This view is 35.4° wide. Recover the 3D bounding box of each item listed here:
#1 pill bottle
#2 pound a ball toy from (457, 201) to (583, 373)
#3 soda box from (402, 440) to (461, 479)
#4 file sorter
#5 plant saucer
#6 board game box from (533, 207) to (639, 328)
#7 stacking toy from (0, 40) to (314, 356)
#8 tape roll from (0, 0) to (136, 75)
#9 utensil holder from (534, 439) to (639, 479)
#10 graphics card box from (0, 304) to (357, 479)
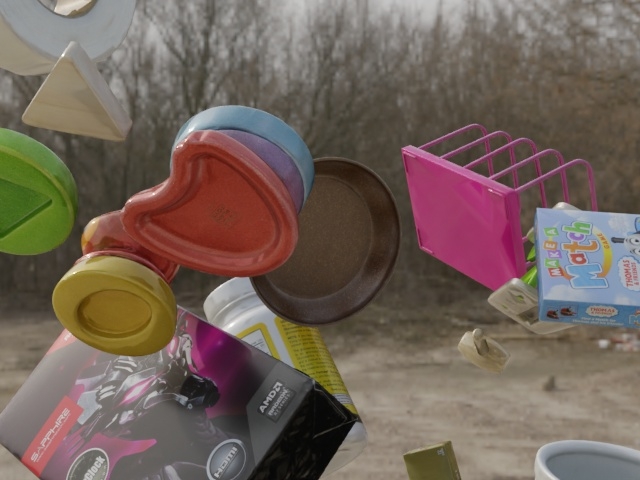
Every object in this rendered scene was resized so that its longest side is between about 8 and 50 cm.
[{"bbox_3d":[-0.069,0.225,1.659,0.188,0.334,0.188,-21,-25,-11],"label":"pill bottle"},{"bbox_3d":[0.303,0.091,1.353,0.135,0.208,0.319,31,-6,7],"label":"pound a ball toy"},{"bbox_3d":[0.159,0.351,1.274,0.058,0.181,0.061,-18,-11,13],"label":"soda box"},{"bbox_3d":[0.304,-0.062,1.690,0.182,0.202,0.290,-25,29,-20],"label":"file sorter"},{"bbox_3d":[0.000,0.000,1.152,0.198,0.199,0.036,0,14,-26],"label":"plant saucer"},{"bbox_3d":[0.350,0.032,1.124,0.211,0.039,0.160,3,41,6],"label":"board game box"},{"bbox_3d":[-0.175,-0.057,0.911,0.309,0.130,0.279,-31,-59,34],"label":"stacking toy"},{"bbox_3d":[-0.395,-0.380,1.414,0.100,0.286,0.286,-4,-3,37],"label":"tape roll"},{"bbox_3d":[0.546,0.629,1.947,0.327,0.385,0.327,9,12,-2],"label":"utensil holder"},{"bbox_3d":[-0.166,0.190,1.028,0.371,0.233,0.094,23,-18,44],"label":"graphics card box"}]
